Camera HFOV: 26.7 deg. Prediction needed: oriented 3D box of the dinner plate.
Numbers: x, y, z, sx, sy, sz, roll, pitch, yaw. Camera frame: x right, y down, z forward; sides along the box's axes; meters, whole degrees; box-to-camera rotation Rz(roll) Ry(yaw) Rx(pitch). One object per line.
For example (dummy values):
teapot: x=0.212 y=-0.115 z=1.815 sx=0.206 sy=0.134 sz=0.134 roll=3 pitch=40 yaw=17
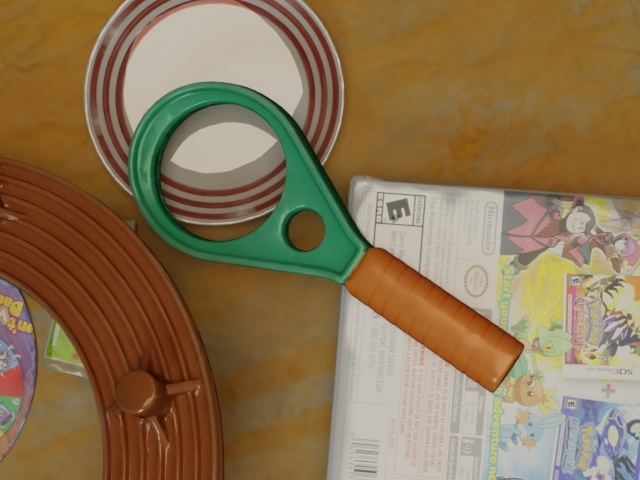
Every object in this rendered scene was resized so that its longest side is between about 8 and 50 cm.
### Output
dinner plate: x=-0.057 y=-0.078 z=0.734 sx=0.141 sy=0.017 sz=0.141 roll=0 pitch=90 yaw=1

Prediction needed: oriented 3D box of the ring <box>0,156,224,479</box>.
ring: x=-0.208 y=0.115 z=0.658 sx=0.337 sy=0.032 sz=0.336 roll=-5 pitch=74 yaw=17

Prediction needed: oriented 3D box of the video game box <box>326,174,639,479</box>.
video game box: x=0.101 y=0.073 z=0.712 sx=0.187 sy=0.048 sz=0.205 roll=5 pitch=89 yaw=5

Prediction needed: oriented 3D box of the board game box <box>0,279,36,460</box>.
board game box: x=-0.239 y=0.065 z=0.726 sx=0.169 sy=0.033 sz=0.133 roll=24 pitch=89 yaw=1

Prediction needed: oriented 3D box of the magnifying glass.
magnifying glass: x=0.000 y=0.000 z=0.687 sx=0.231 sy=0.026 sz=0.092 roll=34 pitch=96 yaw=12

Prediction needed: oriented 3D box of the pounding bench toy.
pounding bench toy: x=-0.107 y=0.030 z=0.708 sx=0.052 sy=0.065 sz=0.083 roll=12 pitch=89 yaw=2
